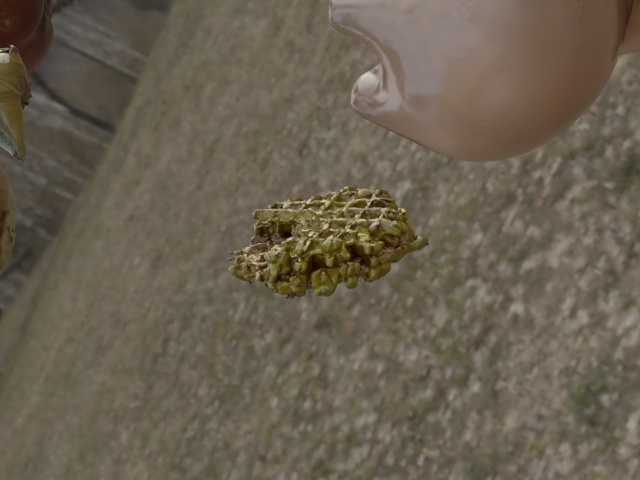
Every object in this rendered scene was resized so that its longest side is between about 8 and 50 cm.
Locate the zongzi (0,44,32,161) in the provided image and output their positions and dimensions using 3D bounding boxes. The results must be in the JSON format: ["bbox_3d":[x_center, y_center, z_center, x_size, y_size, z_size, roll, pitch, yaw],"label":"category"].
[{"bbox_3d":[-0.521,-0.191,1.798,0.099,0.194,0.197,104,159,-55],"label":"zongzi"}]

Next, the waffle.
[{"bbox_3d":[0.000,0.000,1.326,0.193,0.197,0.070,17,124,52],"label":"waffle"}]

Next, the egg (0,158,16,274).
[{"bbox_3d":[-0.355,-0.035,0.999,0.203,0.203,0.245,-50,57,38],"label":"egg"}]

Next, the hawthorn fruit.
[{"bbox_3d":[-0.593,-0.393,2.097,0.311,0.295,0.295,-41,23,10],"label":"hawthorn fruit"}]

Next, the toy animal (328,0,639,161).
[{"bbox_3d":[0.161,-0.187,0.840,0.326,0.269,0.237,-65,-31,-43],"label":"toy animal"}]
